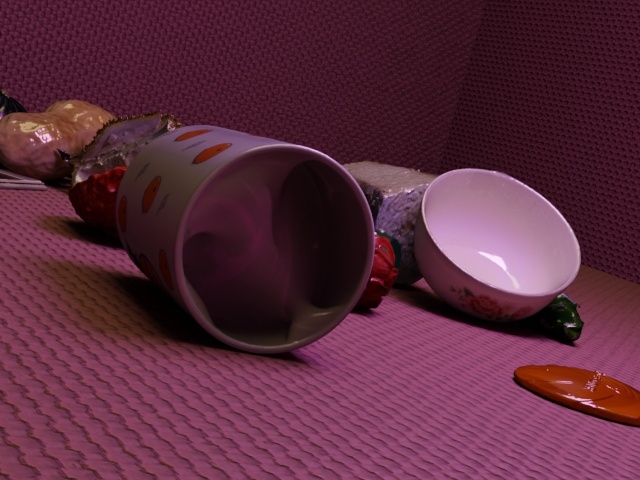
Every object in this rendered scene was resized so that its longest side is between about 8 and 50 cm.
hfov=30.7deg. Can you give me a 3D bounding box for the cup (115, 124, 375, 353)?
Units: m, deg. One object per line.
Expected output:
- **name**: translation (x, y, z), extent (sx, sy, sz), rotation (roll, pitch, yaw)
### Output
- **cup**: translation (-0.100, -0.019, 1.292), extent (0.212, 0.212, 0.317), rotation (12, 6, -24)

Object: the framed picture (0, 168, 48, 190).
- **framed picture**: translation (-0.625, -0.128, 1.957), extent (0.273, 0.016, 0.216), rotation (17, 6, 16)

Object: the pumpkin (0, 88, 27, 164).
- **pumpkin**: translation (-0.630, -0.226, 2.207), extent (0.194, 0.150, 0.194), rotation (15, 3, -1)

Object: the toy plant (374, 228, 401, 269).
- **toy plant**: translation (0.001, 0.001, 1.810), extent (0.232, 0.113, 0.243), rotation (29, -14, -38)

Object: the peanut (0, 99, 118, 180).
- **peanut**: translation (-0.484, -0.184, 2.166), extent (0.149, 0.149, 0.313), rotation (18, 21, 24)

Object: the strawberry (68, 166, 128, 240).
- **strawberry**: translation (-0.267, -0.038, 1.674), extent (0.190, 0.111, 0.236), rotation (-5, -5, -43)

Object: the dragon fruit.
- **dragon fruit**: translation (0.046, 0.041, 1.638), extent (0.121, 0.130, 0.142), rotation (-23, 22, -19)

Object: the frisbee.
- **frisbee**: translation (0.328, 0.177, 1.403), extent (0.192, 0.035, 0.192), rotation (14, 7, -2)

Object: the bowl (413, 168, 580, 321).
- **bowl**: translation (0.268, 0.027, 1.892), extent (0.277, 0.145, 0.277), rotation (13, 42, -12)

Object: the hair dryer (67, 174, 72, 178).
- **hair dryer**: translation (-0.487, -0.129, 2.279), extent (0.083, 0.026, 0.047), rotation (15, 6, -32)

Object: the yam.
- **yam**: translation (0.096, -0.037, 2.055), extent (0.202, 0.201, 0.271), rotation (-11, 24, -30)

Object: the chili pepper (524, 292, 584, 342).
- **chili pepper**: translation (0.374, 0.122, 1.933), extent (0.108, 0.062, 0.216), rotation (7, 8, -11)

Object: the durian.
- **durian**: translation (-0.338, -0.127, 2.060), extent (0.237, 0.193, 0.138), rotation (1, -29, 24)
